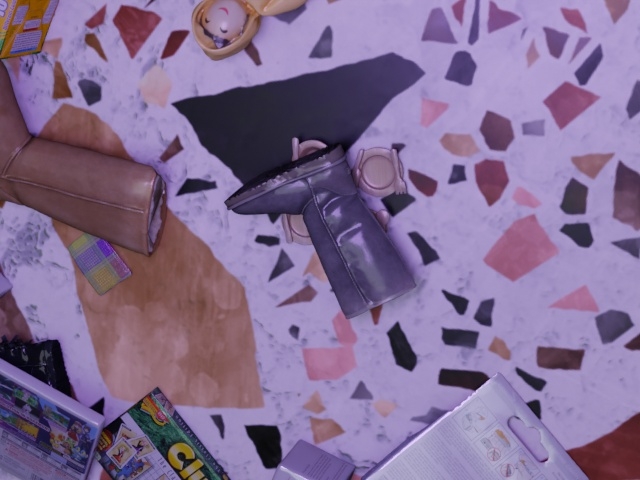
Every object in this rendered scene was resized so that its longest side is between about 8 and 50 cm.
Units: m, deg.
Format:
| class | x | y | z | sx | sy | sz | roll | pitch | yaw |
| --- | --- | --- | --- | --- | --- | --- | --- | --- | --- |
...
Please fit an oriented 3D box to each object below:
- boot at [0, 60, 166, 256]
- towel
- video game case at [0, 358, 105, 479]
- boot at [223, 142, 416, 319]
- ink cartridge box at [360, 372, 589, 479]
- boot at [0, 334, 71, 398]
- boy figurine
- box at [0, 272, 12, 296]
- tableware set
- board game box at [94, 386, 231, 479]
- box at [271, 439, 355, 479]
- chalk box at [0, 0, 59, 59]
| class | x | y | z | sx | sy | sz | roll | pitch | yaw |
| --- | --- | --- | --- | --- | --- | --- | --- | --- | --- |
| boot | -0.329 | -0.114 | 1.873 | 0.269 | 0.089 | 0.236 | 18 | 135 | 12 |
| towel | -0.298 | 0.028 | 1.955 | 0.060 | 0.009 | 0.083 | -36 | 91 | 20 |
| video game case | -0.402 | 0.260 | 1.999 | 0.201 | 0.023 | 0.183 | 28 | 128 | 8 |
| boot | -0.002 | 0.001 | 1.828 | 0.190 | 0.076 | 0.208 | -19 | 106 | 26 |
| ink cartridge box | 0.196 | 0.311 | 1.877 | 0.232 | 0.066 | 0.189 | -40 | 90 | -2 |
| boot | -0.401 | 0.189 | 2.002 | 0.099 | 0.045 | 0.121 | -5 | 101 | 18 |
| boy figurine | -0.075 | -0.349 | 1.769 | 0.177 | 0.092 | 0.285 | 36 | 106 | 2 |
| box | -0.535 | 0.071 | 1.986 | 0.170 | 0.091 | 0.130 | -38 | 91 | 20 |
| tableware set | 0.025 | -0.055 | 1.844 | 0.169 | 0.020 | 0.141 | 8 | 104 | 14 |
| board game box | -0.194 | 0.341 | 1.989 | 0.136 | 0.030 | 0.259 | -39 | 91 | 17 |
| box | -0.021 | 0.334 | 1.901 | 0.087 | 0.101 | 0.102 | 26 | 108 | 9 |
| chalk box | -0.452 | -0.334 | 1.851 | 0.213 | 0.132 | 0.132 | 26 | 107 | 9 |
